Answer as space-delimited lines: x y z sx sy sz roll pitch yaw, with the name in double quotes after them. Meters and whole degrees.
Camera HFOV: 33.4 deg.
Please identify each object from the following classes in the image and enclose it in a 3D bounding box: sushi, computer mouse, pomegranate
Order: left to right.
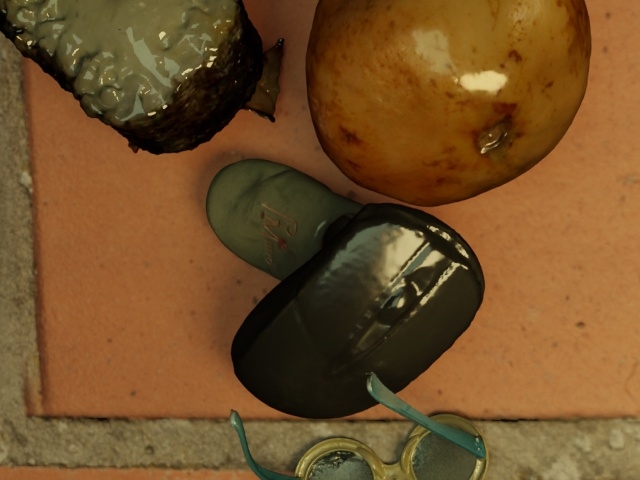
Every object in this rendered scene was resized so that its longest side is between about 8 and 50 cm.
-0.183 -0.217 0.987 0.343 0.182 0.196 41 96 12 "sushi"
0.020 0.082 0.920 0.137 0.086 0.270 36 125 -19 "computer mouse"
0.103 -0.147 0.880 0.248 0.248 0.248 0 90 16 "pomegranate"

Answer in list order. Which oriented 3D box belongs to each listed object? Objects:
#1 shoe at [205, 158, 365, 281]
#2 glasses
0.000 0.000 0.969 0.251 0.100 0.103 23 94 11 "shoe"
0.031 0.162 0.920 0.190 0.220 0.088 -16 47 17 "glasses"
